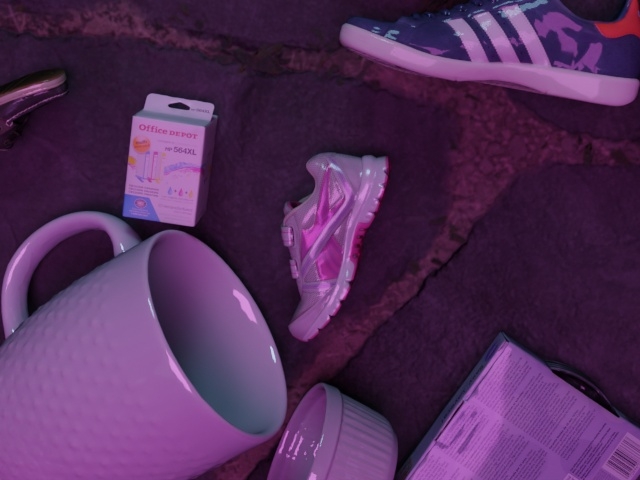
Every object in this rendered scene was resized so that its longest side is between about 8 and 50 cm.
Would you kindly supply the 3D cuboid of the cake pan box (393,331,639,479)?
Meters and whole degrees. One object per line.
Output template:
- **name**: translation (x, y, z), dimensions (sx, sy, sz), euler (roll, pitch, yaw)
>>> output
- **cake pan box**: translation (0.261, 0.282, 1.521), dimensions (0.246, 0.070, 0.267), euler (33, 97, -7)

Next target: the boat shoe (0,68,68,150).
- **boat shoe**: translation (-0.401, -0.146, 1.471), dimensions (0.224, 0.080, 0.073), euler (-19, 108, 15)

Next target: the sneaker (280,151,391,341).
- **sneaker**: translation (0.000, 0.000, 1.471), dimensions (0.111, 0.103, 0.252), euler (20, 99, 3)

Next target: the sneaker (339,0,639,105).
- **sneaker**: translation (0.201, -0.252, 1.376), dimensions (0.350, 0.131, 0.148), euler (8, 99, -4)

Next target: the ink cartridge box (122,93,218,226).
- **ink cartridge box**: translation (-0.182, -0.101, 1.455), dimensions (0.092, 0.090, 0.143), euler (8, 106, 2)

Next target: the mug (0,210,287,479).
- **mug**: translation (-0.269, 0.141, 1.459), dimensions (0.328, 0.276, 0.374), euler (-30, 71, 19)

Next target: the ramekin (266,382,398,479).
- **ramekin**: translation (0.013, 0.293, 1.493), dimensions (0.109, 0.207, 0.207), euler (23, 106, -11)
